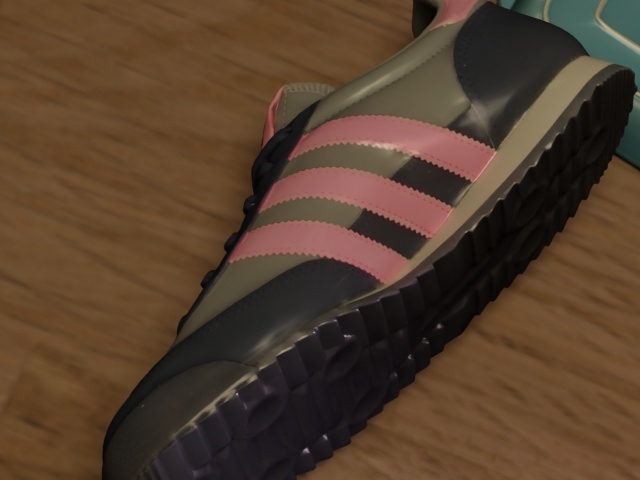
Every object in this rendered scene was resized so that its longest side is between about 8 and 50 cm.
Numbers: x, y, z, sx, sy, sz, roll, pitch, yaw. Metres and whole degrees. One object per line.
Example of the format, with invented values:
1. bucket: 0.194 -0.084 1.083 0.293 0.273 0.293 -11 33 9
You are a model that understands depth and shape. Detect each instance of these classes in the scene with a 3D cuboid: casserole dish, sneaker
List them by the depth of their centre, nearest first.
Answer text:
1. sneaker: 0.000 0.000 0.804 0.131 0.112 0.319 36 60 25
2. casserole dish: 0.180 -0.093 0.909 0.188 0.037 0.114 33 64 3
